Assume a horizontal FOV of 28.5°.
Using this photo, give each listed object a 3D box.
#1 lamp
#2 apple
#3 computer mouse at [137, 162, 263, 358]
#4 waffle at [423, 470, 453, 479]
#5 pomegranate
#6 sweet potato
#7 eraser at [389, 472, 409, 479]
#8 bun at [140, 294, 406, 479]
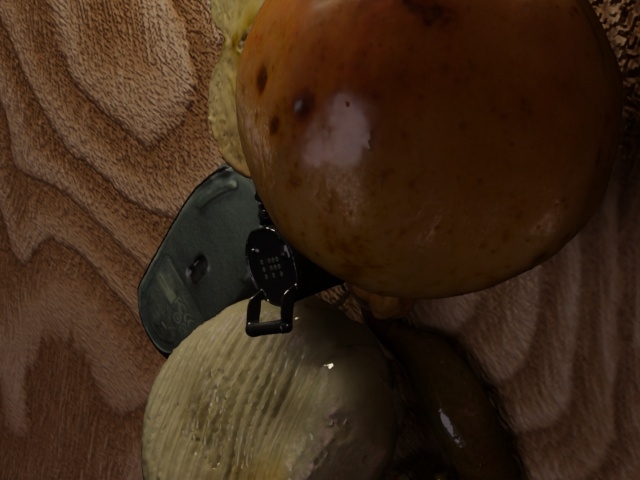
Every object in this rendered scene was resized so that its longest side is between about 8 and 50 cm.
[{"bbox_3d":[0.000,0.000,1.487,0.147,0.227,0.172,-10,96,52],"label":"lamp"},{"bbox_3d":[-0.018,-0.224,1.459,0.251,0.163,0.293,21,115,57],"label":"apple"},{"bbox_3d":[-0.131,0.029,1.758,0.374,0.114,0.203,-47,65,40],"label":"computer mouse"},{"bbox_3d":[0.189,0.438,1.571,0.293,0.069,0.260,58,145,17],"label":"waffle"},{"bbox_3d":[0.097,-0.100,1.209,0.410,0.410,0.410,24,122,44],"label":"pomegranate"},{"bbox_3d":[0.147,0.189,1.509,0.346,0.079,0.108,57,153,23],"label":"sweet potato"},{"bbox_3d":[0.119,0.420,1.562,0.230,0.038,0.157,58,144,16],"label":"eraser"},{"bbox_3d":[-0.051,0.241,1.583,0.365,0.219,0.365,-22,54,34],"label":"bun"}]
